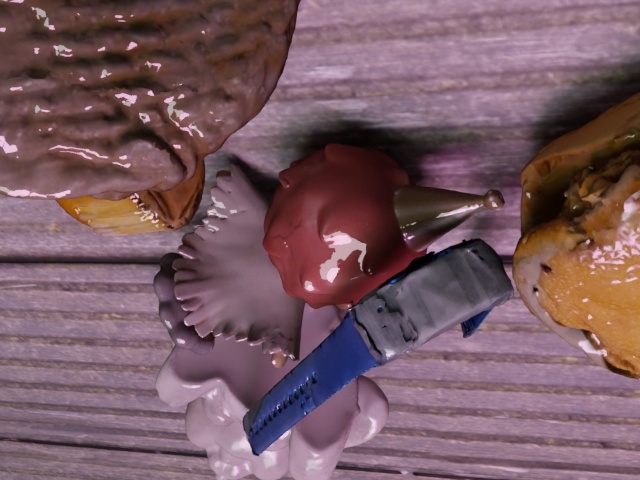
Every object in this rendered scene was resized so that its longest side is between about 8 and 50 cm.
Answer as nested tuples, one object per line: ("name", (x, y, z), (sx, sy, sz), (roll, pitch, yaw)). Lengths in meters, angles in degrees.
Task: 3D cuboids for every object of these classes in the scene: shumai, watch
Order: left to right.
("shumai", (-0.178, -0.181, 0.817), (0.262, 0.314, 0.267), (28, 143, 60))
("watch", (0.043, 0.101, 0.995), (0.068, 0.276, 0.274), (59, 171, 11))

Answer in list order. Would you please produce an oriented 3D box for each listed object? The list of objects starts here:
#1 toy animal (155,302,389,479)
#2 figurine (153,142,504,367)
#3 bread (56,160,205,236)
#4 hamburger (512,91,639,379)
("toy animal", (-0.060, 0.183, 1.260), (0.272, 0.206, 0.265), (26, 154, 6))
("figurine", (0.000, 0.000, 1.020), (0.387, 0.207, 0.166), (-25, 161, 31))
("bread", (-0.197, -0.092, 0.982), (0.114, 0.132, 0.190), (-4, 132, 29))
("hamburger", (0.313, 0.004, 0.886), (0.319, 0.158, 0.318), (10, 142, 8))
